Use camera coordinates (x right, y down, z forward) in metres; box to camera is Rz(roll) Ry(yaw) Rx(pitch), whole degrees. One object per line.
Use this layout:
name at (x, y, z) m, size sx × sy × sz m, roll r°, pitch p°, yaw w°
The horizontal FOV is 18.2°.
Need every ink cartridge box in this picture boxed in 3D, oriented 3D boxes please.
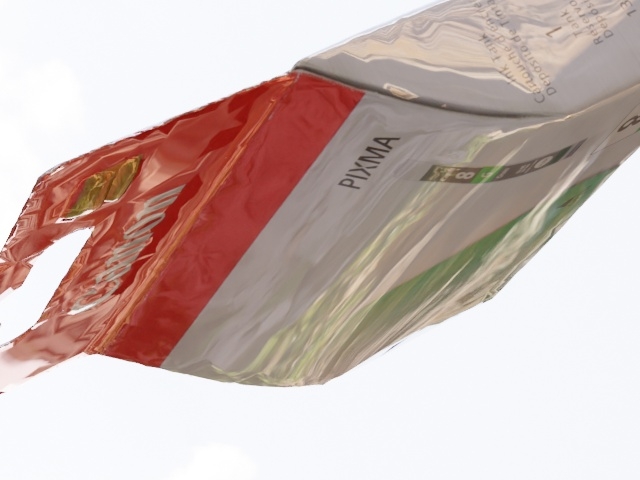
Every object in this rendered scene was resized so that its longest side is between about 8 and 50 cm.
ink cartridge box at (0.000, 0.000, 0.585) m, size 0.056 × 0.225 × 0.181 m, roll 54°, pitch -34°, yaw 11°
